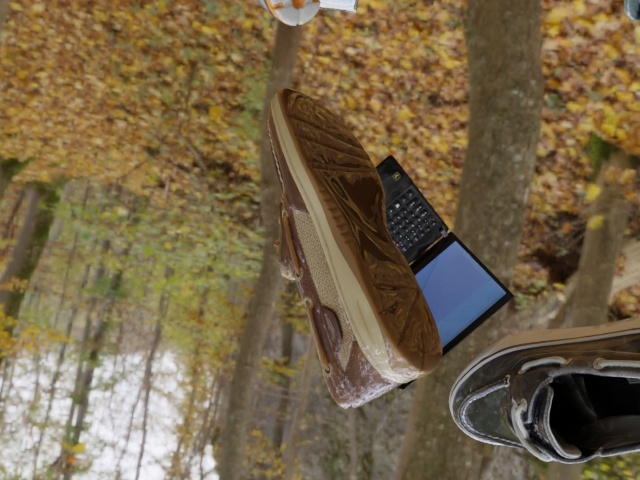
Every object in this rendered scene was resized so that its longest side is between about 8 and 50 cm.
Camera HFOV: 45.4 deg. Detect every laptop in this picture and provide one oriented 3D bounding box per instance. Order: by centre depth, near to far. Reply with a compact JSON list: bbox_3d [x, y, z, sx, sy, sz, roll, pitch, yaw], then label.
[{"bbox_3d":[0.116,0.050,1.189,0.264,0.234,0.136,49,-179,-22],"label":"laptop"}]

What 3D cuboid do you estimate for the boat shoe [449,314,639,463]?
[{"bbox_3d":[0.210,0.141,0.655,0.102,0.108,0.301,-35,-173,-40],"label":"boat shoe"}]

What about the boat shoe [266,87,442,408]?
[{"bbox_3d":[0.000,0.000,0.758,0.123,0.342,0.123,-39,149,30],"label":"boat shoe"}]

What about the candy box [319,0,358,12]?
[{"bbox_3d":[0.039,-0.479,1.127,0.071,0.159,0.233,5,152,-4],"label":"candy box"}]

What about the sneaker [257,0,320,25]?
[{"bbox_3d":[-0.061,-0.334,0.799,0.084,0.215,0.083,-20,-153,-21],"label":"sneaker"}]

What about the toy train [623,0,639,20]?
[{"bbox_3d":[0.576,-0.458,1.154,0.190,0.334,0.142,-13,-154,-30],"label":"toy train"}]
